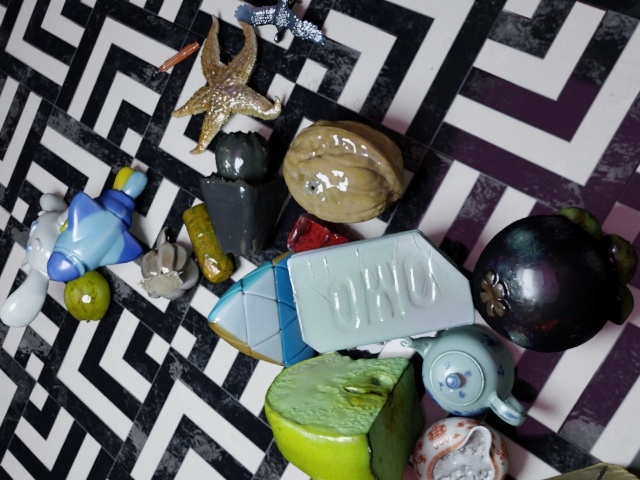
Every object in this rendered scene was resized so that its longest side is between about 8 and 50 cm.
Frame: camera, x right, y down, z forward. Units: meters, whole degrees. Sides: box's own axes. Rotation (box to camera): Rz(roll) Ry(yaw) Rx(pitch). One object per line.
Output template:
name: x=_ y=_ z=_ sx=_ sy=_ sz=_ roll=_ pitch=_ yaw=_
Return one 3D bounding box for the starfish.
starfish: x=-0.230 y=-0.338 z=1.288 sx=0.302 sy=0.060 sz=0.299 roll=-43 pitch=73 yaw=19

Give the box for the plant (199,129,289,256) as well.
plant: x=-0.154 y=-0.097 z=1.187 sx=0.141 sy=0.164 sz=0.256 roll=8 pitch=106 yaw=30

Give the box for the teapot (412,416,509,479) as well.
teapot: x=0.238 y=0.386 z=0.993 sx=0.159 sy=0.116 sz=0.246 roll=-1 pitch=113 yaw=-7

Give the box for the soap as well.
soap: x=0.101 y=0.082 z=0.983 sx=0.289 sy=0.095 sz=0.173 roll=-11 pitch=93 yaw=2

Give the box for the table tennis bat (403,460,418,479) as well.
table tennis bat: x=0.167 y=0.508 z=1.078 sx=0.246 sy=0.022 sz=0.138 roll=45 pitch=107 yaw=23

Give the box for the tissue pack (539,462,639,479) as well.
tissue pack: x=0.375 y=0.560 z=0.833 sx=0.293 sy=0.228 sz=0.382 roll=-17 pitch=81 yaw=5

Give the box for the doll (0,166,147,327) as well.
doll: x=-0.569 y=-0.017 z=1.338 sx=0.365 sy=0.187 sz=0.376 roll=-23 pitch=65 yaw=19

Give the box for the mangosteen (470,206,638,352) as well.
mangosteen: x=0.367 y=0.063 z=0.905 sx=0.242 sy=0.243 sz=0.243 roll=-1 pitch=87 yaw=26

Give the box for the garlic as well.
garlic: x=-0.354 y=0.051 z=1.310 sx=0.131 sy=0.127 sz=0.194 roll=-29 pitch=48 yaw=3

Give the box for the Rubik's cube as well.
Rubik's cube: x=-0.121 y=0.114 z=1.124 sx=0.254 sy=0.254 sz=0.255 roll=-1 pitch=87 yaw=26

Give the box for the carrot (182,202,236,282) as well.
carrot: x=-0.244 y=0.007 z=1.268 sx=0.082 sy=0.082 sz=0.173 roll=-32 pitch=67 yaw=21

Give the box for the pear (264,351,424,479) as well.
pear: x=0.021 y=0.330 z=1.030 sx=0.281 sy=0.286 sz=0.176 roll=0 pitch=107 yaw=26

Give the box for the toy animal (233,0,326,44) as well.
toy animal: x=-0.081 y=-0.474 z=1.219 sx=0.220 sy=0.062 sz=0.108 roll=24 pitch=98 yaw=13

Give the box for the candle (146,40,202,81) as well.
candle: x=-0.348 y=-0.427 z=1.370 sx=0.167 sy=0.021 sz=0.026 roll=-25 pitch=51 yaw=24

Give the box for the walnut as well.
walnut: x=0.042 y=-0.127 z=1.074 sx=0.245 sy=0.198 sz=0.198 roll=18 pitch=95 yaw=26

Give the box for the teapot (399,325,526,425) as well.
teapot: x=0.245 y=0.231 z=0.981 sx=0.232 sy=0.159 sz=0.159 roll=34 pitch=102 yaw=23

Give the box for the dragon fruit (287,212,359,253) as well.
dragon fruit: x=0.000 y=0.000 z=1.146 sx=0.147 sy=0.096 sz=0.102 roll=34 pitch=101 yaw=-19

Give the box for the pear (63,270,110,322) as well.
pear: x=-0.569 y=0.136 z=1.404 sx=0.107 sy=0.107 sz=0.131 roll=-11 pitch=73 yaw=25

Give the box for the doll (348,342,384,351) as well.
doll: x=0.081 y=0.106 z=1.087 sx=0.107 sy=0.110 sz=0.181 roll=19 pitch=103 yaw=54
